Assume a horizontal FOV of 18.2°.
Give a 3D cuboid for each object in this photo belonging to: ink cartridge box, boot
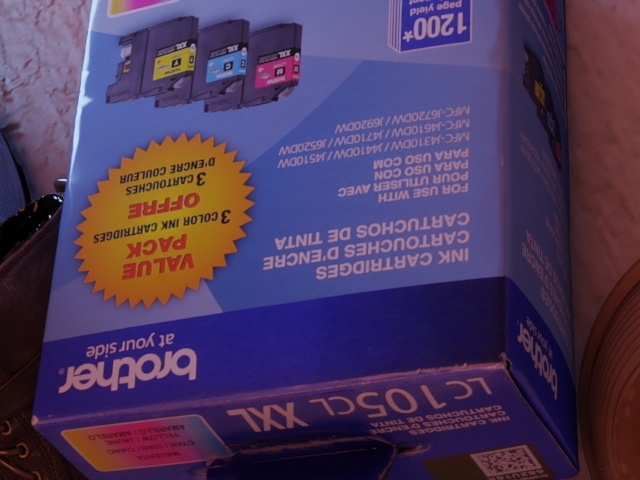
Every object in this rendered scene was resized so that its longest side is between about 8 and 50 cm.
[{"bbox_3d":[0.000,0.000,1.114,0.270,0.151,0.395,-9,58,19],"label":"ink cartridge box"},{"bbox_3d":[-0.186,0.120,1.170,0.091,0.229,0.263,8,50,41],"label":"boot"}]

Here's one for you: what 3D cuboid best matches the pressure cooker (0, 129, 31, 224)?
[{"bbox_3d":[-0.402,-0.006,1.185,0.370,0.420,0.375,29,91,16],"label":"pressure cooker"}]

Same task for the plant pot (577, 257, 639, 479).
[{"bbox_3d":[0.235,0.104,1.078,0.237,0.109,0.237,4,98,32],"label":"plant pot"}]
